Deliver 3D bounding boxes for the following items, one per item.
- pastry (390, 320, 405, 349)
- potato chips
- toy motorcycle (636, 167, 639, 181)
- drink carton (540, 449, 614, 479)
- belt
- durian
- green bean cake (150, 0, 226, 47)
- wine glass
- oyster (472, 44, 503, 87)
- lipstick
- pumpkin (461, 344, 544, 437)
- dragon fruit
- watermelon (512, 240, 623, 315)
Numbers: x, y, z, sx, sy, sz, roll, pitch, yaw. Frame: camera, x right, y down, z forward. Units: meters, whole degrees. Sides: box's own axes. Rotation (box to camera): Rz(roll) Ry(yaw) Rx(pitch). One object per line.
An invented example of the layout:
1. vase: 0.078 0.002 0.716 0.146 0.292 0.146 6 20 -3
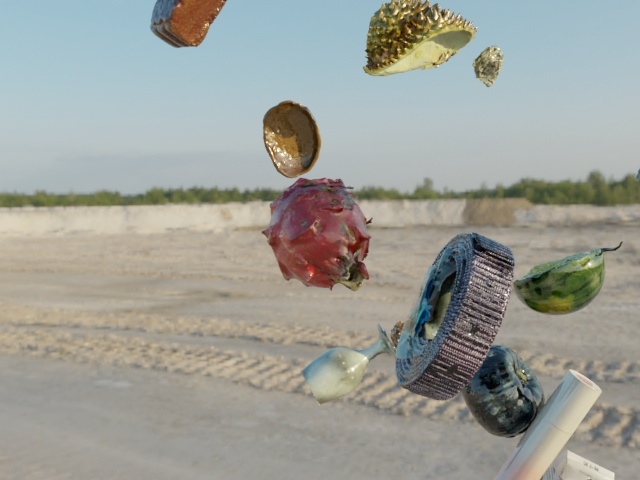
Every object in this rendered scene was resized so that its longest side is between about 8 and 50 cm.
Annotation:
1. pastry: 0.237 0.210 1.701 0.169 0.087 0.063 -11 17 8
2. potato chips: -0.077 -0.271 2.078 0.150 0.202 0.049 -24 21 -5
3. toy motorcycle: 0.757 -0.080 1.452 0.327 0.143 0.188 8 24 -18
4. drink carton: 0.599 0.628 1.913 0.134 0.222 0.102 28 42 1
5. belt: 0.252 0.144 1.492 0.122 0.325 0.260 22 1 -11
6. durian: 0.184 -0.389 1.490 0.252 0.139 0.144 -23 55 -40
7. green bean cake: -0.252 -0.513 1.601 0.097 0.233 0.198 28 -5 -36
8. wine glass: 0.077 0.317 2.004 0.241 0.126 0.126 -28 3 0
9. oyster: 0.389 -0.402 1.812 0.100 0.098 0.037 -1 43 -45
10. lipstick: 0.524 0.457 1.823 0.087 0.327 0.087 30 11 -6
11. pumpkin: 0.442 0.368 1.931 0.163 0.233 0.233 -39 -15 25
12. dragon fruit: 0.000 0.000 1.505 0.210 0.205 0.268 -9 44 -29
13. watermelon: 0.552 0.099 1.760 0.232 0.127 0.204 -19 -10 -13
